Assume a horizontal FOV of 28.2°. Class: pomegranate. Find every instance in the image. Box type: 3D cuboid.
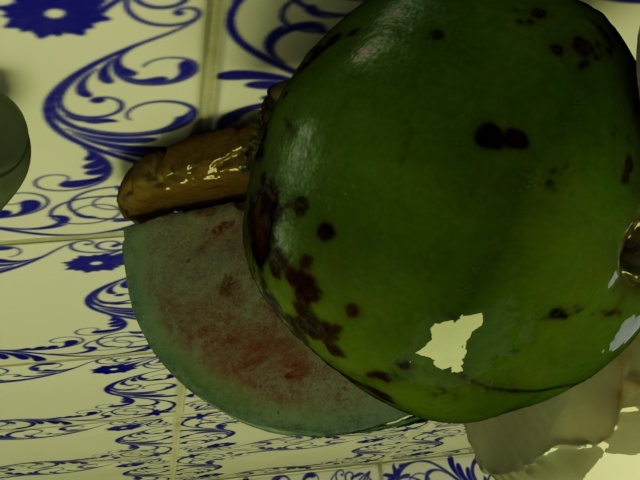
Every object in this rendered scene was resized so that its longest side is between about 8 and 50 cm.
[{"bbox_3d":[0.065,-0.027,0.722,0.270,0.254,0.254,18,174,24],"label":"pomegranate"}]

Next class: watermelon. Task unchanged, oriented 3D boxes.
[{"bbox_3d":[0.033,0.064,0.934,0.322,0.188,0.175,-6,160,18],"label":"watermelon"}]

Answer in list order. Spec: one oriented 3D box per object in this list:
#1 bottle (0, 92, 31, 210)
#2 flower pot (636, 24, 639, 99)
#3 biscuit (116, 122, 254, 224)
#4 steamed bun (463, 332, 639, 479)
[{"bbox_3d":[-0.263,-0.033,0.840,0.096,0.079,0.254,41,148,-14],"label":"bottle"},{"bbox_3d":[0.297,-0.082,0.620,0.243,0.265,0.265,-6,167,34],"label":"flower pot"},{"bbox_3d":[-0.040,-0.040,0.957,0.226,0.042,0.226,-5,162,-2],"label":"biscuit"},{"bbox_3d":[0.300,0.122,1.188,0.309,0.309,0.309,-6,164,-2],"label":"steamed bun"}]
